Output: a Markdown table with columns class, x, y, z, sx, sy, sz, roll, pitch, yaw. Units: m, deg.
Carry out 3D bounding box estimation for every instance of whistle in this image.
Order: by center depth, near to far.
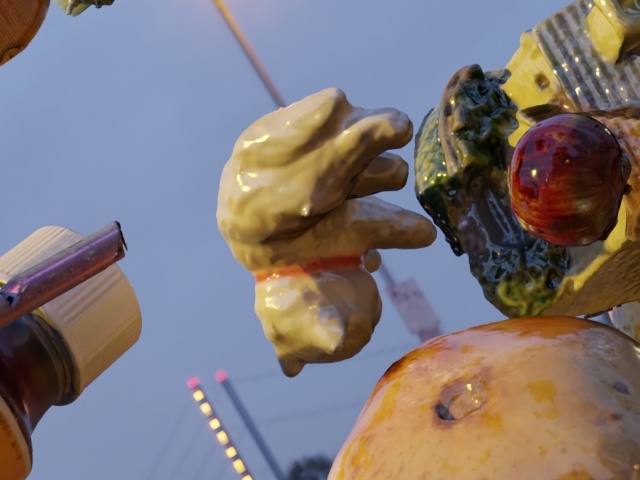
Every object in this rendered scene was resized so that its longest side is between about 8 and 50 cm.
| class | x | y | z | sx | sy | sz | roll | pitch | yaw |
| --- | --- | --- | --- | --- | --- | --- | --- | --- | --- |
| whistle | -0.225 | 0.034 | 1.221 | 0.176 | 0.033 | 0.033 | -33 | -7 | -40 |

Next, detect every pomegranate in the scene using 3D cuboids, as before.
| class | x | y | z | sx | sy | sz | roll | pitch | yaw |
| --- | --- | --- | --- | --- | --- | --- | --- | --- | --- |
| pomegranate | 0.156 | 0.231 | 1.121 | 0.342 | 0.342 | 0.342 | -30 | -11 | -6 |

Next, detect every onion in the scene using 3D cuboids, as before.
| class | x | y | z | sx | sy | sz | roll | pitch | yaw |
| --- | --- | --- | --- | --- | --- | --- | --- | --- | --- |
| onion | 0.217 | -0.055 | 1.313 | 0.119 | 0.117 | 0.118 | -3 | -24 | -1 |

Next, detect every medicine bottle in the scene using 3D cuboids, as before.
| class | x | y | z | sx | sy | sz | roll | pitch | yaw |
| --- | --- | --- | --- | --- | --- | --- | --- | --- | --- |
| medicine bottle | -0.367 | 0.157 | 1.530 | 0.395 | 0.242 | 0.242 | -43 | 0 | -42 |

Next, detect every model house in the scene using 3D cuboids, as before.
| class | x | y | z | sx | sy | sz | roll | pitch | yaw |
| --- | --- | --- | --- | --- | --- | --- | --- | --- | --- |
| model house | 0.273 | -0.102 | 1.530 | 0.261 | 0.321 | 0.266 | -13 | -23 | -31 |

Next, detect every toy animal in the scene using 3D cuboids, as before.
| class | x | y | z | sx | sy | sz | roll | pitch | yaw |
| --- | --- | --- | --- | --- | --- | --- | --- | --- | --- |
| toy animal | 0.000 | 0.000 | 1.478 | 0.308 | 0.266 | 0.188 | -21 | 39 | 56 |

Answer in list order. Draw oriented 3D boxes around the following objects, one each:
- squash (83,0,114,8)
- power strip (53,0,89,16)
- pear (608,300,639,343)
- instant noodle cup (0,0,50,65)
| class | x | y | z | sx | sy | sz | roll | pitch | yaw |
| --- | --- | --- | --- | --- | --- | --- | --- | --- | --- |
| squash | -0.260 | -0.346 | 1.697 | 0.077 | 0.068 | 0.219 | -21 | -32 | -14 |
| power strip | -0.302 | -0.354 | 1.996 | 0.137 | 0.044 | 0.216 | -38 | 20 | 22 |
| pear | 0.458 | 0.048 | 1.765 | 0.271 | 0.271 | 0.271 | -30 | -11 | -6 |
| instant noodle cup | -0.423 | -0.311 | 1.689 | 0.216 | 0.215 | 0.172 | -30 | -11 | -7 |
